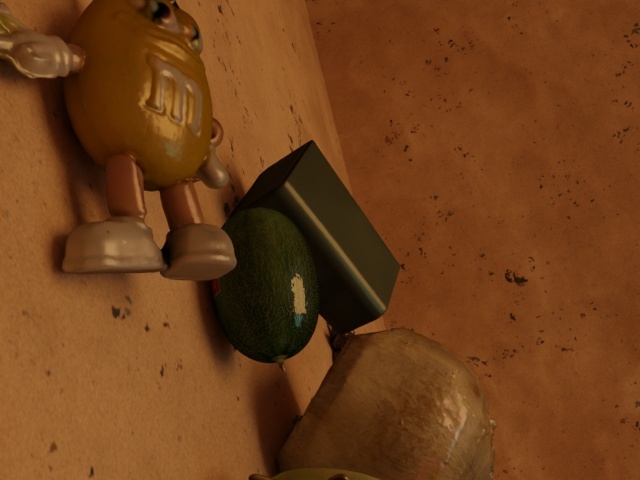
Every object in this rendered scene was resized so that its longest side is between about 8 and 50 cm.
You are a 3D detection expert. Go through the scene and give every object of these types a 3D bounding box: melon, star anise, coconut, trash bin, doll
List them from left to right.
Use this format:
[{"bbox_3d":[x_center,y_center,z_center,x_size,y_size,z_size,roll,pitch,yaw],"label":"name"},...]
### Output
[{"bbox_3d":[-0.230,-0.137,0.888,0.423,0.161,0.348,65,28,-7],"label":"doll"},{"bbox_3d":[-0.091,0.080,1.209,0.182,0.182,0.288,58,17,-59],"label":"melon"},{"bbox_3d":[0.000,0.000,1.512,0.343,0.158,0.223,52,32,-18],"label":"trash bin"},{"bbox_3d":[0.073,0.289,2.092,0.212,0.073,0.197,-28,105,-82],"label":"star anise"},{"bbox_3d":[0.146,0.362,1.360,0.404,0.404,0.405,-15,90,-80],"label":"coconut"}]

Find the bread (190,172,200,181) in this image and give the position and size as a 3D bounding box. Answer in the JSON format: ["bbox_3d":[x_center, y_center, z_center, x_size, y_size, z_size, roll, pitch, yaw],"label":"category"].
[{"bbox_3d":[-0.217,-0.149,1.180,0.119,0.067,0.192,57,20,-59],"label":"bread"}]

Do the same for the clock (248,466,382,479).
[{"bbox_3d":[0.028,0.441,1.063,0.117,0.286,0.348,-75,147,-41],"label":"clock"}]
